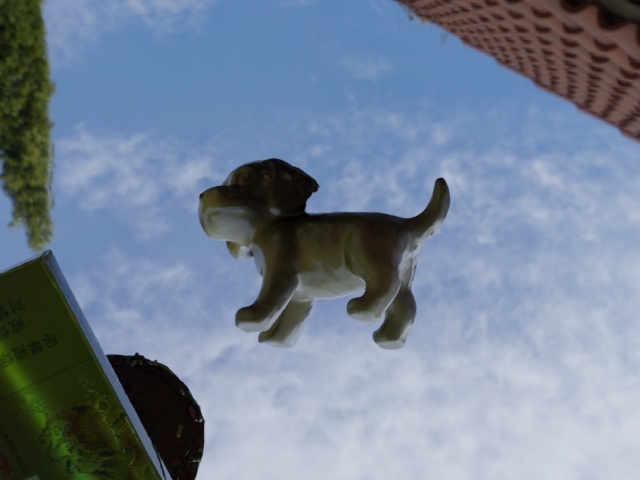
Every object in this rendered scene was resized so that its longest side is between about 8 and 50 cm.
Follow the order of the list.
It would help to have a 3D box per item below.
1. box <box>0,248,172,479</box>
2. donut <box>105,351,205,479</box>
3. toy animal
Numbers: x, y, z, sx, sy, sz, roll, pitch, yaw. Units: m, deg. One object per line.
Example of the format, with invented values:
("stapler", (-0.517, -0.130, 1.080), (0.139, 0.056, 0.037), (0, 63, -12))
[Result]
("box", (-0.285, 0.183, 0.771), (0.173, 0.311, 0.043), (-24, -168, -1))
("donut", (-0.270, 0.263, 0.990), (0.235, 0.089, 0.235), (3, -105, -13))
("toy animal", (-0.012, 0.012, 0.677), (0.233, 0.121, 0.168), (9, -106, 29))
